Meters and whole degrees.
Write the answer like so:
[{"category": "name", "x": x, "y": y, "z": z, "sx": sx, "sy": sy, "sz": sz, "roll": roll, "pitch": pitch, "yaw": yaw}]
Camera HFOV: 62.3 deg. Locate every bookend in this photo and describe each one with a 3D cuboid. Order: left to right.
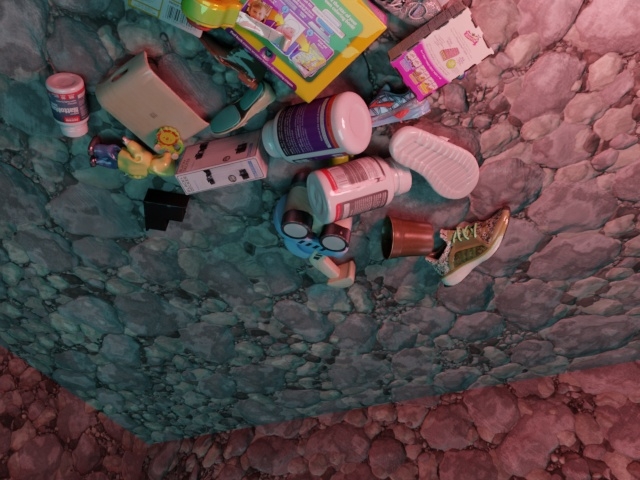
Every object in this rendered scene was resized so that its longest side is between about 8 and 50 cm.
[{"category": "bookend", "x": -0.575, "y": -0.103, "z": 1.990, "sx": 0.157, "sy": 0.072, "sz": 0.156, "roll": 8, "pitch": 136, "yaw": -5}]

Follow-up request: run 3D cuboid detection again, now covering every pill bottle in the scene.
[{"category": "pill bottle", "x": -0.788, "y": -0.422, "z": 1.665, "sx": 0.108, "sy": 0.108, "sz": 0.180, "roll": 8, "pitch": 135, "yaw": -3}, {"category": "pill bottle", "x": -0.019, "y": -0.334, "z": 1.609, "sx": 0.323, "sy": 0.181, "sz": 0.181, "roll": -2, "pitch": 139, "yaw": 36}, {"category": "pill bottle", "x": 0.130, "y": -0.178, "z": 1.728, "sx": 0.318, "sy": 0.176, "sz": 0.176, "roll": -18, "pitch": 138, "yaw": -19}]

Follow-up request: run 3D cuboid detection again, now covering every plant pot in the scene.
[{"category": "plant pot", "x": 0.324, "y": -0.008, "z": 1.969, "sx": 0.165, "sy": 0.167, "sz": 0.167, "roll": 2, "pitch": 136, "yaw": -10}]

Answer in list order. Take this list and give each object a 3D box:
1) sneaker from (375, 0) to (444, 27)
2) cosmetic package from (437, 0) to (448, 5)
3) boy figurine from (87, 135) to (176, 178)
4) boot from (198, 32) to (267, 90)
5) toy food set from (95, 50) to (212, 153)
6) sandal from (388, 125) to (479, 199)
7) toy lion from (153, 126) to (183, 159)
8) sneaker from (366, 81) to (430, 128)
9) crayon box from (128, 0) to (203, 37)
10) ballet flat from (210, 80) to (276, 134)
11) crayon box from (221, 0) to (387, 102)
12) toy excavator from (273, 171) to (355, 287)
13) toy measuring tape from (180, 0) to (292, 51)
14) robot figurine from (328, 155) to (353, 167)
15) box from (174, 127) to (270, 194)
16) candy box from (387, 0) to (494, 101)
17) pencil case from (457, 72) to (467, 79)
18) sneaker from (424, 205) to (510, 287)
[{"category": "sneaker", "x": 0.199, "y": -0.628, "z": 1.380, "sx": 0.281, "sy": 0.115, "sz": 0.105, "roll": 23, "pitch": 132, "yaw": -18}, {"category": "cosmetic package", "x": 0.264, "y": -0.712, "z": 1.285, "sx": 0.107, "sy": 0.127, "sz": 0.238, "roll": -32, "pitch": 123, "yaw": 30}, {"category": "boy figurine", "x": -0.636, "y": -0.281, "z": 1.802, "sx": 0.285, "sy": 0.092, "sz": 0.177, "roll": 8, "pitch": 142, "yaw": -6}, {"category": "boot", "x": -0.246, "y": -0.549, "z": 1.541, "sx": 0.219, "sy": 0.082, "sz": 0.106, "roll": 38, "pitch": 103, "yaw": -21}, {"category": "toy food set", "x": -0.517, "y": -0.424, "z": 1.669, "sx": 0.219, "sy": 0.092, "sz": 0.306, "roll": -23, "pitch": 137, "yaw": 24}, {"category": "sandal", "x": 0.380, "y": -0.272, "z": 1.737, "sx": 0.416, "sy": 0.102, "sz": 0.169, "roll": 27, "pitch": 118, "yaw": -39}, {"category": "toy lion", "x": -0.485, "y": -0.320, "z": 1.707, "sx": 0.100, "sy": 0.034, "sz": 0.096, "roll": 26, "pitch": 127, "yaw": -34}, {"category": "sneaker", "x": 0.200, "y": -0.419, "z": 1.624, "sx": 0.261, "sy": 0.104, "sz": 0.125, "roll": -8, "pitch": 107, "yaw": 20}, {"category": "crayon box", "x": -0.351, "y": -0.717, "z": 1.355, "sx": 0.203, "sy": 0.083, "sz": 0.323, "roll": 21, "pitch": 133, "yaw": -16}, {"category": "ballet flat", "x": -0.238, "y": -0.405, "z": 1.665, "sx": 0.248, "sy": 0.086, "sz": 0.086, "roll": -30, "pitch": 126, "yaw": 27}, {"category": "crayon box", "x": -0.057, "y": -0.604, "z": 1.419, "sx": 0.363, "sy": 0.106, "sz": 0.313, "roll": 37, "pitch": 125, "yaw": -23}, {"category": "toy excavator", "x": 0.000, "y": 0.000, "z": 1.990, "sx": 0.432, "sy": 0.222, "sz": 0.445, "roll": 20, "pitch": 147, "yaw": -16}, {"category": "toy measuring tape", "x": -0.234, "y": -0.560, "z": 1.334, "sx": 0.330, "sy": 0.121, "sz": 0.121, "roll": 27, "pitch": 131, "yaw": -8}, {"category": "robot figurine", "x": 0.061, "y": -0.277, "z": 1.773, "sx": 0.101, "sy": 0.067, "sz": 0.115, "roll": -3, "pitch": 135, "yaw": -1}, {"category": "box", "x": -0.318, "y": -0.260, "z": 1.749, "sx": 0.289, "sy": 0.169, "sz": 0.087, "roll": -10, "pitch": 133, "yaw": 15}, {"category": "candy box", "x": 0.321, "y": -0.507, "z": 1.428, "sx": 0.233, "sy": 0.071, "sz": 0.159, "roll": -29, "pitch": 130, "yaw": 24}, {"category": "pencil case", "x": 0.350, "y": -0.514, "z": 1.518, "sx": 0.151, "sy": 0.065, "sz": 0.070, "roll": 15, "pitch": 159, "yaw": -11}, {"category": "sneaker", "x": 0.538, "y": 0.005, "z": 1.982, "sx": 0.182, "sy": 0.158, "sz": 0.410, "roll": 34, "pitch": 125, "yaw": -4}]
